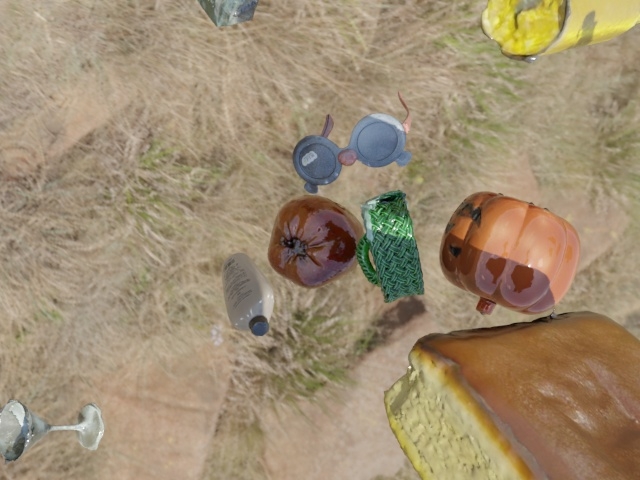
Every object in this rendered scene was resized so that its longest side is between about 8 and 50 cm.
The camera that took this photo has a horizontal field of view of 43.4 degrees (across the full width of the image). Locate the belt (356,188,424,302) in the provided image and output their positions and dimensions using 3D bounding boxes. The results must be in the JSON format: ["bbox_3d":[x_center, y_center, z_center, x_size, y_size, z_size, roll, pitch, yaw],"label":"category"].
[{"bbox_3d":[0.085,0.010,1.039,0.079,0.121,0.151,-12,133,3],"label":"belt"}]

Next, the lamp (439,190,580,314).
[{"bbox_3d":[0.250,0.025,1.087,0.187,0.187,0.164,20,94,-41],"label":"lamp"}]

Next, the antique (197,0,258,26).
[{"bbox_3d":[-0.195,-0.500,1.547,0.086,0.183,0.088,-25,160,-32],"label":"antique"}]

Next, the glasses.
[{"bbox_3d":[0.083,-0.204,1.622,0.118,0.234,0.268,67,23,-14],"label":"glasses"}]

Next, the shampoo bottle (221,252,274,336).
[{"bbox_3d":[-0.169,0.129,1.874,0.127,0.257,0.078,-39,126,9],"label":"shampoo bottle"}]

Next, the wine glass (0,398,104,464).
[{"bbox_3d":[-0.527,0.370,1.581,0.183,0.122,0.122,15,102,-50],"label":"wine glass"}]

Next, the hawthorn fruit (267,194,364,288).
[{"bbox_3d":[0.000,0.000,1.131,0.138,0.132,0.133,-13,121,-60],"label":"hawthorn fruit"}]

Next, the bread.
[{"bbox_3d":[0.259,0.222,0.749,0.323,0.333,0.143,-4,136,-45],"label":"bread"}]

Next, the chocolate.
[{"bbox_3d":[0.465,-0.405,1.411,0.445,0.162,0.162,-17,121,-43],"label":"chocolate"}]
